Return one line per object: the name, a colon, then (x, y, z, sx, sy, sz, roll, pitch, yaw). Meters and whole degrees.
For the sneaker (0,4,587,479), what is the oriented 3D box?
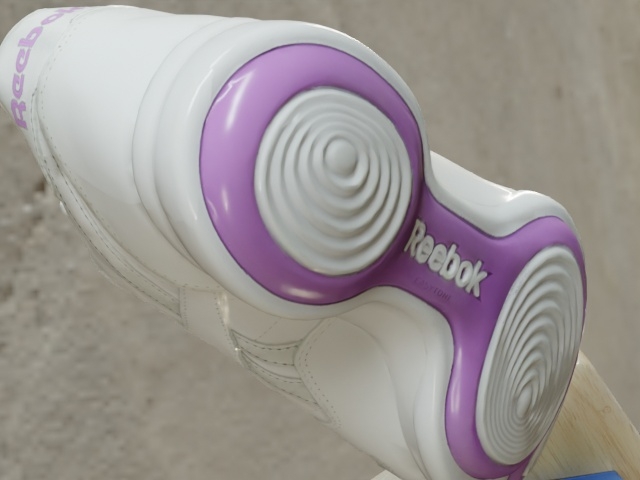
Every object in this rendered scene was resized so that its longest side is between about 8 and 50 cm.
sneaker: (0.000, 0.000, 0.725, 0.114, 0.152, 0.305, -60, 142, -14)

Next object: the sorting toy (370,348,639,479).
sorting toy: (0.112, 0.236, 1.097, 0.257, 0.255, 0.089, 54, 3, -25)
